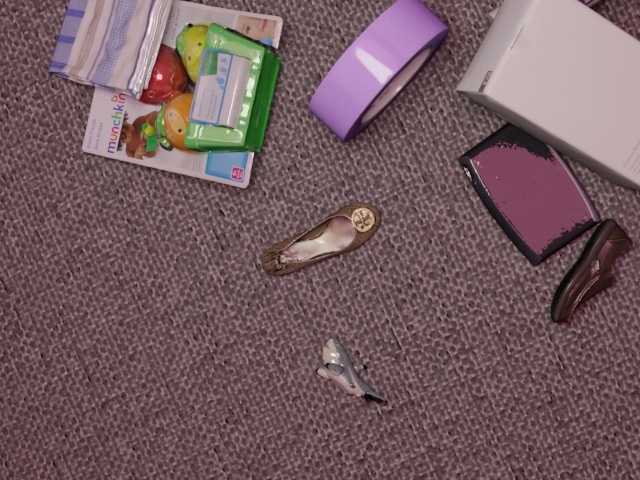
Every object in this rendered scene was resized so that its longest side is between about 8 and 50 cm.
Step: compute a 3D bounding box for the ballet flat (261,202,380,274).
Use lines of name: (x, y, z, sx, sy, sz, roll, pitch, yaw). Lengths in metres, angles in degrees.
ballet flat: (0.000, 0.000, 1.737, 0.250, 0.058, 0.084, -23, 90, 6)

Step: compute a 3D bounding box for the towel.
towel: (-0.402, -0.390, 1.713, 0.285, 0.034, 0.209, 19, 92, 37)

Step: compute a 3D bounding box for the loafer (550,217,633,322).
loafer: (0.505, 0.067, 1.676, 0.078, 0.080, 0.220, 32, 94, 5)

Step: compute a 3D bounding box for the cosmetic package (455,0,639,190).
cosmetic package: (0.460, -0.260, 1.578, 0.385, 0.156, 0.217, 29, 94, -15)

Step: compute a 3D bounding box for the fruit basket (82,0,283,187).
fruit basket: (-0.268, -0.293, 1.708, 0.353, 0.165, 0.327, 14, 93, 9)

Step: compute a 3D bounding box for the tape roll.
tape roll: (0.104, -0.303, 1.611, 0.090, 0.275, 0.275, 43, 95, 3)

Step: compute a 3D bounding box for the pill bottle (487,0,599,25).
pill bottle: (0.410, -0.435, 1.661, 0.193, 0.108, 0.108, -33, 88, 5)

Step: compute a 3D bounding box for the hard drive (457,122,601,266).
hard drive: (0.393, -0.097, 1.697, 0.172, 0.054, 0.254, -35, 88, 5)

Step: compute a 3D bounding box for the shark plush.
shark plush: (0.066, 0.258, 1.741, 0.161, 0.073, 0.067, 36, 64, 9)
